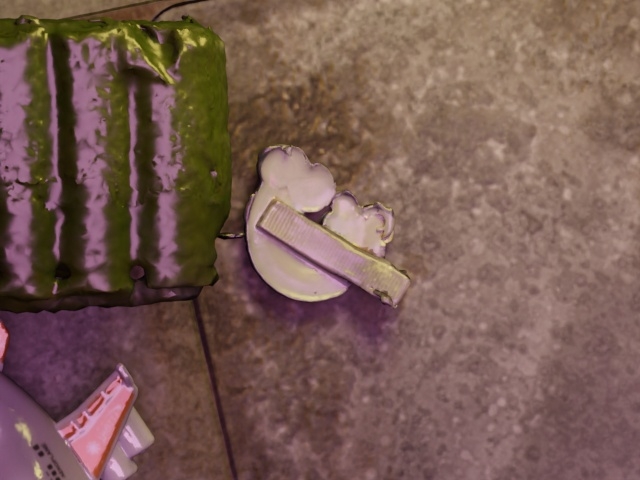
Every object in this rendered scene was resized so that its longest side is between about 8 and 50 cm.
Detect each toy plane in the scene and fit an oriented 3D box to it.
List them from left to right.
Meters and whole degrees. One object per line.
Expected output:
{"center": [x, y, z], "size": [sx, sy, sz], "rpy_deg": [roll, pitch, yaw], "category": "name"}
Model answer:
{"center": [-0.258, 0.182, 1.514], "size": [0.245, 0.117, 0.244], "rpy_deg": [0, 91, -11], "category": "toy plane"}

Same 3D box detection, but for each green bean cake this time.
{"center": [-0.226, -0.066, 1.413], "size": [0.335, 0.319, 0.218], "rpy_deg": [1, 95, -7], "category": "green bean cake"}

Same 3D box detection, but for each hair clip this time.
{"center": [0.000, 0.000, 1.590], "size": [0.172, 0.049, 0.116], "rpy_deg": [32, 82, -7], "category": "hair clip"}
